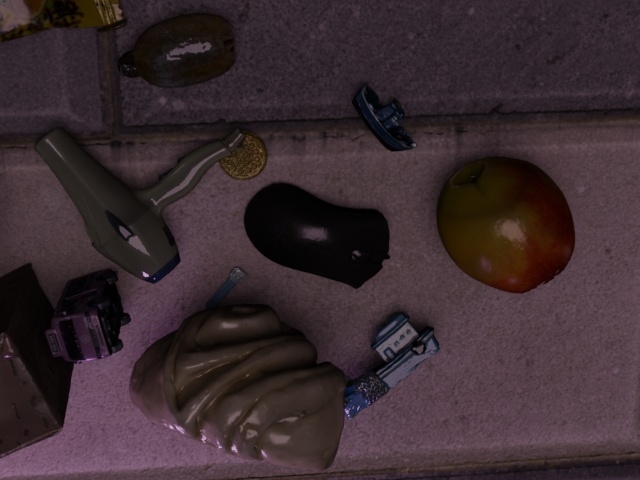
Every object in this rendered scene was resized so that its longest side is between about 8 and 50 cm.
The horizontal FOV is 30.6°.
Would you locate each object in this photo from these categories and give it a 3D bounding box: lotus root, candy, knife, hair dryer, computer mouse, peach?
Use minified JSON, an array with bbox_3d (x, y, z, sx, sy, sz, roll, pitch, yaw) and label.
[{"bbox_3d":[-0.228,-0.297,1.860,0.192,0.088,0.113,-13,116,-1],"label":"lotus root"},{"bbox_3d":[-0.467,-0.374,1.814,0.297,0.081,0.187,-19,110,-11],"label":"candy"},{"bbox_3d":[-0.167,0.085,2.038,0.027,0.010,0.096,39,103,-17],"label":"knife"},{"bbox_3d":[-0.315,-0.116,1.915,0.296,0.119,0.298,29,94,-8],"label":"hair dryer"},{"bbox_3d":[0.000,0.000,1.990,0.264,0.088,0.147,13,109,-13],"label":"computer mouse"},{"bbox_3d":[0.307,-0.027,1.936,0.231,0.231,0.231,-2,109,-5],"label":"peach"}]

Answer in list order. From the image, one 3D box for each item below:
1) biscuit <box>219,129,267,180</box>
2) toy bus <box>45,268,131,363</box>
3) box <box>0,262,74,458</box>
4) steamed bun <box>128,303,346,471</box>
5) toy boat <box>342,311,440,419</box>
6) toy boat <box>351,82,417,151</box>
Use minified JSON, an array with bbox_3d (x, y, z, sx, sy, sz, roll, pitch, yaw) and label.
[{"bbox_3d":[-0.130,-0.142,1.956,0.084,0.023,0.084,-2,111,-5],"label":"biscuit"},{"bbox_3d":[-0.381,0.124,1.929,0.108,0.199,0.096,-12,109,2],"label":"toy bus"},{"bbox_3d":[-0.538,0.209,1.888,0.225,0.297,0.190,-25,110,3],"label":"box"},{"bbox_3d":[-0.118,0.228,1.941,0.339,0.352,0.247,22,82,-27],"label":"steamed bun"},{"bbox_3d":[0.097,0.219,2.069,0.238,0.109,0.098,-40,88,5],"label":"toy boat"},{"bbox_3d":[0.110,-0.203,1.940,0.061,0.060,0.137,-29,107,27],"label":"toy boat"}]
